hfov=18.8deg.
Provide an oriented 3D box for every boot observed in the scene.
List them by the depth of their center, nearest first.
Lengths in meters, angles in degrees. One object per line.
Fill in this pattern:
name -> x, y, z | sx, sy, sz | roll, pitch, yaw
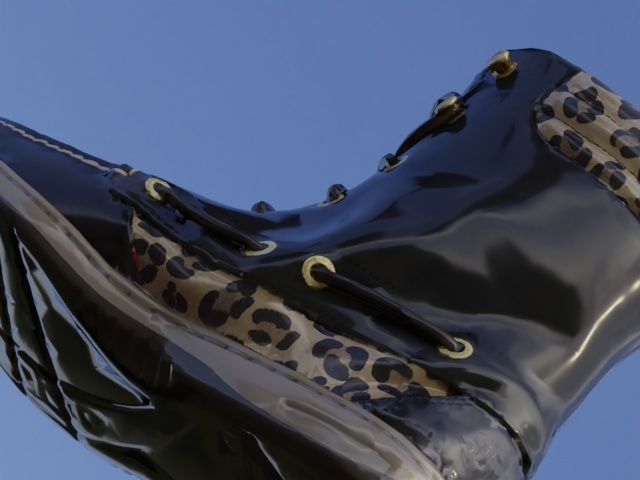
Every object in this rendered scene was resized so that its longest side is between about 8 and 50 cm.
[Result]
boot -> 0.000, 0.000, 0.972 | 0.377, 0.284, 0.138 | 30, -39, 36
